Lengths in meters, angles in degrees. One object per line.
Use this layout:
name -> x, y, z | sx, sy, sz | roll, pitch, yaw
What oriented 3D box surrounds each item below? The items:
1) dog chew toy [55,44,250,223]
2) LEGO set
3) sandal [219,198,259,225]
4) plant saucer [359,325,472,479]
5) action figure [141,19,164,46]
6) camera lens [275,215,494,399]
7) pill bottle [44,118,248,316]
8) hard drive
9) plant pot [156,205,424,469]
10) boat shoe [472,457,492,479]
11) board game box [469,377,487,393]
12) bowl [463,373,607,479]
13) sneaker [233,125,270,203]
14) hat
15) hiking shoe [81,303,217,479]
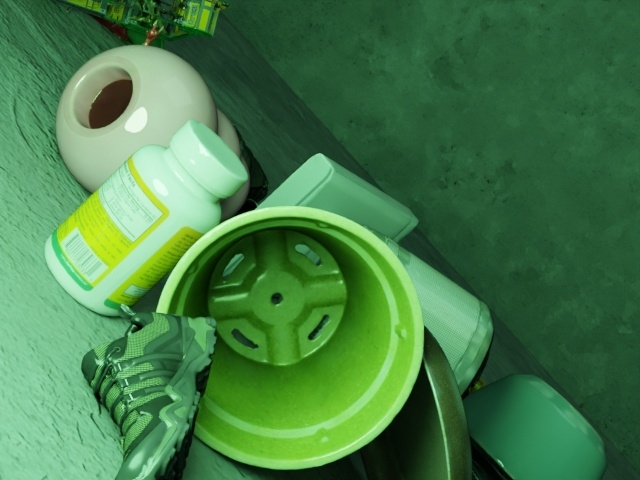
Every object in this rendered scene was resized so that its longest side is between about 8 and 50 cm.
dog chew toy -> -0.201, -0.116, 1.294 | 0.206, 0.207, 0.332 | 55, 6, 30
LEGO set -> -0.324, -0.491, 1.721 | 0.332, 0.192, 0.255 | 14, -1, -19
sandal -> -0.133, -0.032, 1.516 | 0.265, 0.076, 0.102 | 38, 16, -39
plant saucer -> 0.106, 0.217, 1.144 | 0.310, 0.050, 0.310 | 173, -90, -74
action figure -> -0.261, -0.278, 1.730 | 0.280, 0.139, 0.091 | 28, 22, -51
camera lens -> 0.089, 0.122, 1.370 | 0.274, 0.219, 0.219 | 34, 14, -7
pill bottle -> -0.180, -0.026, 1.019 | 0.117, 0.208, 0.117 | 45, 13, -13
hard drive -> 0.000, 0.000, 1.499 | 0.047, 0.233, 0.353 | 53, 13, 25
plant pot -> -0.042, 0.085, 1.105 | 0.276, 0.276, 0.254 | 46, 1, -9
boat shoe -> 0.316, 0.451, 1.505 | 0.302, 0.091, 0.114 | 54, 13, 27
board game box -> 0.332, 0.324, 2.078 | 0.181, 0.043, 0.092 | 50, 12, 14
bowl -> 0.375, 0.352, 1.688 | 0.311, 0.163, 0.311 | 46, -4, 4
sneaker -> -0.141, -0.110, 1.689 | 0.130, 0.109, 0.286 | 50, 13, -18
hat -> -0.414, -0.429, 1.924 | 0.208, 0.184, 0.173 | 102, -24, -49
hiking shoe -> -0.166, 0.146, 0.872 | 0.114, 0.086, 0.227 | 13, 32, -2
